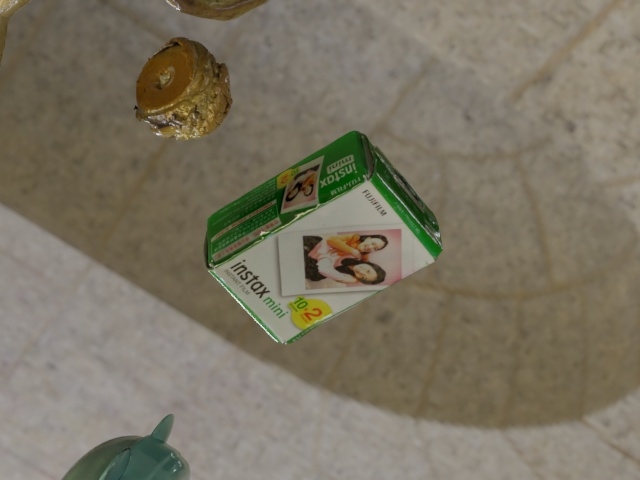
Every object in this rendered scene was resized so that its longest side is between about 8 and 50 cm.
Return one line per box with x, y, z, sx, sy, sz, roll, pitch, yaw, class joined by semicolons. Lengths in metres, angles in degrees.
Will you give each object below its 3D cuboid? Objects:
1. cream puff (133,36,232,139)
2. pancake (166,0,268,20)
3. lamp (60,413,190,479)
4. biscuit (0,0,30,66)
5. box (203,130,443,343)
-0.159;-0.174;2.003;0.133;0.104;0.119;35;-92;41;cream puff
-0.096;-0.345;1.775;0.029;0.211;0.235;44;-31;51;pancake
-0.235;0.335;1.846;0.209;0.147;0.284;-31;131;-66;lamp
-0.406;-0.291;2.057;0.164;0.047;0.208;42;-73;38;biscuit
0.000;0.000;1.995;0.250;0.180;0.103;-31;-144;16;box
